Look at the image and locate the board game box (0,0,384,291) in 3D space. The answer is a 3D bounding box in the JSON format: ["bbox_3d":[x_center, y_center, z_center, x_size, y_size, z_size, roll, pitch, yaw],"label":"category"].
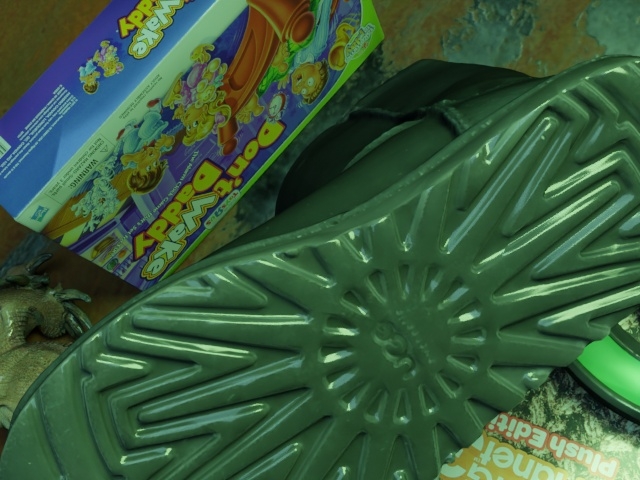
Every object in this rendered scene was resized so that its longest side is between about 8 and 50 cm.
[{"bbox_3d":[-0.105,-0.131,0.768,0.078,0.233,0.347,40,87,23],"label":"board game box"}]

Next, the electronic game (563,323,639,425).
[{"bbox_3d":[0.249,0.018,0.567,0.229,0.048,0.229,-4,64,9],"label":"electronic game"}]

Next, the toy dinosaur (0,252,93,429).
[{"bbox_3d":[-0.233,0.132,0.785,0.295,0.127,0.200,28,75,16],"label":"toy dinosaur"}]

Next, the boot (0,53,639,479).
[{"bbox_3d":[0.002,-0.001,0.592,0.367,0.445,0.146,-28,106,-1],"label":"boot"}]

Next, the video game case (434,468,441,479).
[{"bbox_3d":[-0.043,0.242,0.611,0.036,0.329,0.300,19,79,-25],"label":"video game case"}]

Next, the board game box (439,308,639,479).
[{"bbox_3d":[0.206,0.142,0.622,0.232,0.141,0.291,29,73,22],"label":"board game box"}]
